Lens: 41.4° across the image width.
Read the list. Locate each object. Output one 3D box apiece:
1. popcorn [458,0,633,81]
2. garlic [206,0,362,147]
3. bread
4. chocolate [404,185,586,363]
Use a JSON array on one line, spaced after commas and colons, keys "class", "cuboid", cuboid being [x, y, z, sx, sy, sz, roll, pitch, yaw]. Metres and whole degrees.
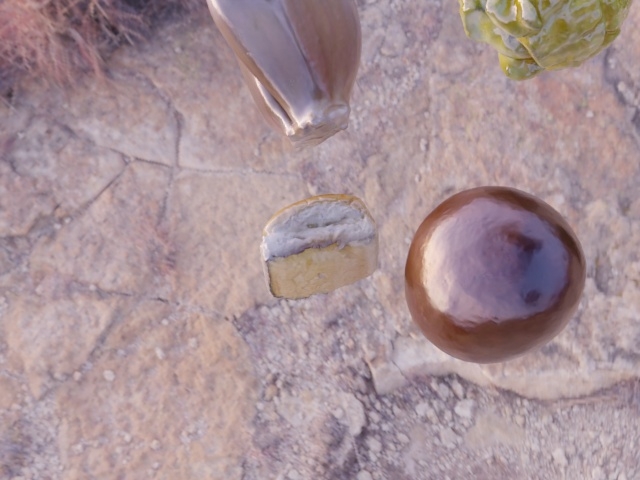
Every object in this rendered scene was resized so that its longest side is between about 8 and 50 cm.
[{"class": "popcorn", "cuboid": [0.242, -0.268, 0.925, 0.167, 0.185, 0.187, -52, 35, -6]}, {"class": "garlic", "cuboid": [-0.090, -0.313, 1.253, 0.231, 0.340, 0.246, -11, 40, 54]}, {"class": "bread", "cuboid": [-0.001, 0.001, 0.859, 0.125, 0.106, 0.082, -13, 58, -4]}, {"class": "chocolate", "cuboid": [0.157, 0.031, 0.765, 0.176, 0.177, 0.177, -7, 64, 14]}]
